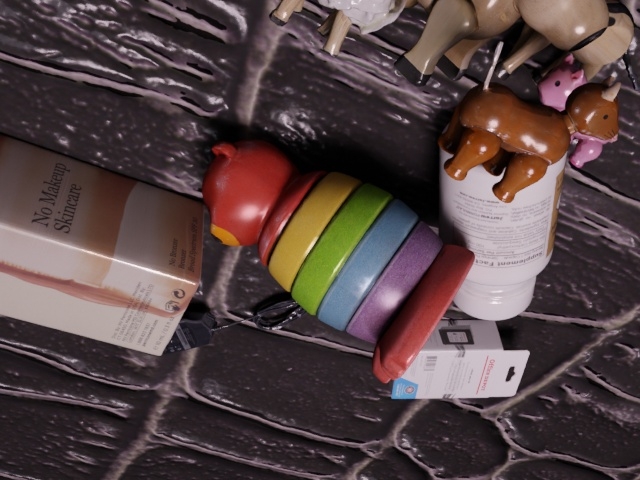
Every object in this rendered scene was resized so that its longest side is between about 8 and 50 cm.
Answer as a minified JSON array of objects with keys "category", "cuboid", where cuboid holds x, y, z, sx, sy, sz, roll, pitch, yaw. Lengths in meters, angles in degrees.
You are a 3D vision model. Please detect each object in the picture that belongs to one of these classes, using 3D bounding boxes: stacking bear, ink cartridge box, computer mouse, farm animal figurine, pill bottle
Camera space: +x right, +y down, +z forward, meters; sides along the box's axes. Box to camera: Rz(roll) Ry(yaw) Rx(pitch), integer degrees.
[{"category":"stacking bear","cuboid":[0.000,0.000,0.810,0.289,0.164,0.175,34,169,6]},{"category":"ink cartridge box","cuboid":[0.189,0.167,1.073,0.180,0.060,0.104,0,131,-5]},{"category":"computer mouse","cuboid":[-0.129,0.100,1.009,0.241,0.041,0.071,-12,140,-4]},{"category":"farm animal figurine","cuboid":[0.157,-0.205,0.647,0.326,0.330,0.172,38,126,1]},{"category":"pill bottle","cuboid":[0.198,-0.023,0.860,0.131,0.131,0.229,-7,132,1]}]

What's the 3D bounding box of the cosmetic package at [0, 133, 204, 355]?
[{"category":"cosmetic package","cuboid":[-0.286,-0.002,0.824,0.296,0.153,0.129,18,126,-21]}]
